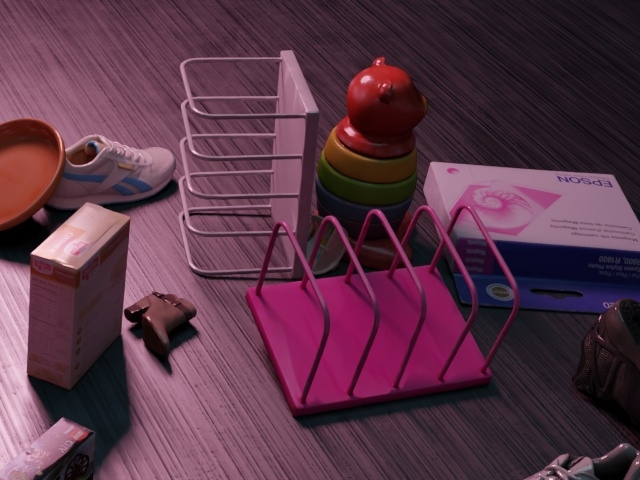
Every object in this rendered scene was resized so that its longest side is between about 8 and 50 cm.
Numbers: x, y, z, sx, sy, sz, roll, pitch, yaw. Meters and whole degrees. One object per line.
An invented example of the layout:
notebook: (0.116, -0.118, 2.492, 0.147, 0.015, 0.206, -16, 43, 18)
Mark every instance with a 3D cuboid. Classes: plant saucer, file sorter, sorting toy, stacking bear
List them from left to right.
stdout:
plant saucer: (-0.457, -0.090, 1.970, 0.200, 0.037, 0.200, -13, 53, 17)
file sorter: (-0.113, -0.107, 1.953, 0.173, 0.277, 0.193, -3, 34, -12)
sorting toy: (0.000, 0.000, 2.004, 0.075, 0.083, 0.045, 39, 16, 37)
stacking bear: (0.081, -0.125, 2.013, 0.164, 0.289, 0.175, 8, 32, -3)
file sorter: (0.084, 0.076, 1.762, 0.291, 0.182, 0.202, -6, 50, -24)

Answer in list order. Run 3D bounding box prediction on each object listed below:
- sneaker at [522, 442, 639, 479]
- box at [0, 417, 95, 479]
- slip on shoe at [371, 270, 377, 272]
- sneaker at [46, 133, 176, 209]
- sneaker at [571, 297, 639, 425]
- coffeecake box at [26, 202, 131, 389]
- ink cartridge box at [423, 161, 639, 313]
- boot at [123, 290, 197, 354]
sneaker: (0.256, 0.304, 1.555, 0.292, 0.118, 0.110, -10, 39, -26)
box: (-0.314, 0.306, 1.354, 0.044, 0.159, 0.233, 21, 34, 20)
slip on shoe: (0.097, 0.095, 1.905, 0.051, 0.041, 0.135, -3, 34, -19)
sneaker: (-0.319, -0.114, 2.072, 0.229, 0.092, 0.087, -16, 39, -37)
sneaker: (0.418, 0.204, 1.798, 0.087, 0.130, 0.227, -8, 64, -34)
coffeecake box: (-0.305, 0.069, 1.701, 0.068, 0.185, 0.142, 18, 33, 13)
ink cartridge box: (0.349, -0.010, 2.117, 0.324, 0.071, 0.330, 4, 31, -10)
boot: (-0.204, 0.106, 1.807, 0.087, 0.042, 0.118, -14, 39, -36)
